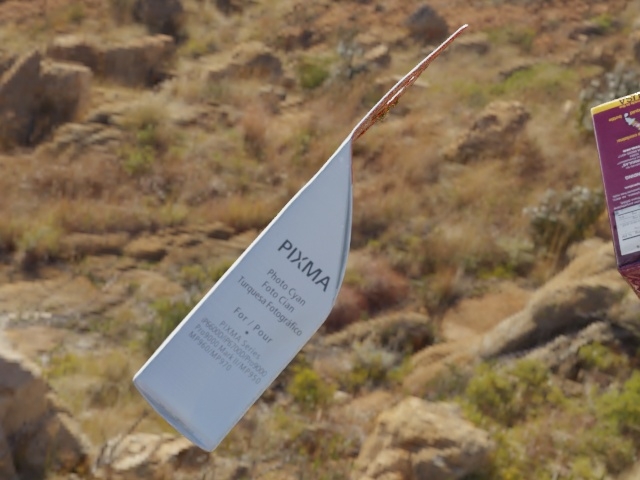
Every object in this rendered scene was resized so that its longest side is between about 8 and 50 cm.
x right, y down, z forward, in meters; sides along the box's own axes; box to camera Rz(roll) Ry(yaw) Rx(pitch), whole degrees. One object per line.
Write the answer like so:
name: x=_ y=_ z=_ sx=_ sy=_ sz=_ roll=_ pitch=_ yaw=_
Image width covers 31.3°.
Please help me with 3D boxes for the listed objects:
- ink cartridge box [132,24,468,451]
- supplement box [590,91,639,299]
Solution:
ink cartridge box: x=0.000 y=0.000 z=1.021 sx=0.091 sy=0.385 sz=0.308 roll=43 pitch=-4 yaw=-2
supplement box: x=0.317 y=-0.037 z=1.064 sx=0.080 sy=0.104 sz=0.188 roll=-18 pitch=53 yaw=24
